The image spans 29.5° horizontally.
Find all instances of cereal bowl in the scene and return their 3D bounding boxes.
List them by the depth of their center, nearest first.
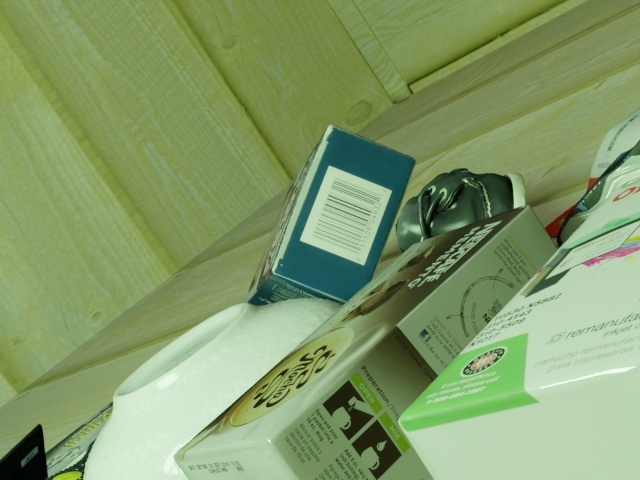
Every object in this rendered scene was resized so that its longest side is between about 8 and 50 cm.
[{"bbox_3d":[-0.095,0.160,1.181,0.339,0.141,0.339,-33,8,5],"label":"cereal bowl"}]

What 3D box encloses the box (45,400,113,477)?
[{"bbox_3d":[-0.288,0.272,1.571,0.231,0.056,0.183,-38,8,-24],"label":"box"}]

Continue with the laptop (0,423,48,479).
[{"bbox_3d":[-0.405,0.351,1.292,0.264,0.136,0.234,-29,9,31],"label":"laptop"}]

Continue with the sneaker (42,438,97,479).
[{"bbox_3d":[-0.241,0.274,1.299,0.069,0.082,0.209,-4,10,16],"label":"sneaker"}]

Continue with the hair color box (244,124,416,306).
[{"bbox_3d":[0.000,0.000,1.401,0.347,0.105,0.174,132,160,-78],"label":"hair color box"}]

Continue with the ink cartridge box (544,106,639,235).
[{"bbox_3d":[0.330,-0.087,1.259,0.224,0.056,0.181,-34,8,-12],"label":"ink cartridge box"}]

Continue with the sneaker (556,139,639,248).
[{"bbox_3d":[0.289,-0.040,1.082,0.080,0.081,0.211,-44,-5,-45],"label":"sneaker"}]

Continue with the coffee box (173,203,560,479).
[{"bbox_3d":[0.056,0.112,0.932,0.297,0.119,0.168,-39,8,-30],"label":"coffee box"}]

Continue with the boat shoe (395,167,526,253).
[{"bbox_3d":[0.130,-0.010,1.202,0.113,0.127,0.340,2,7,-1],"label":"boat shoe"}]

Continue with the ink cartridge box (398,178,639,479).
[{"bbox_3d":[0.210,0.051,0.693,0.278,0.117,0.201,-40,10,-39],"label":"ink cartridge box"}]
